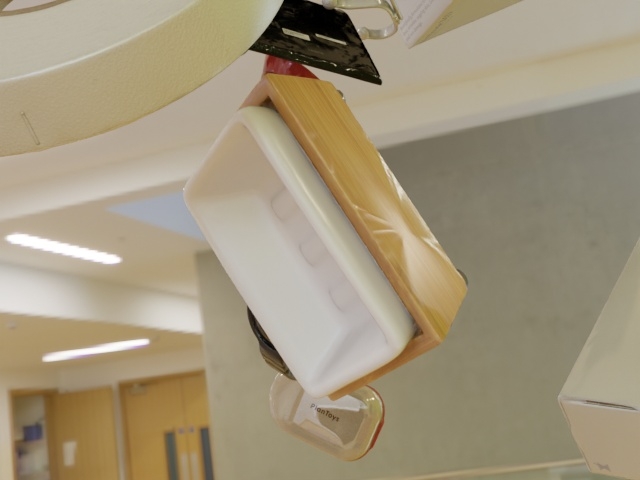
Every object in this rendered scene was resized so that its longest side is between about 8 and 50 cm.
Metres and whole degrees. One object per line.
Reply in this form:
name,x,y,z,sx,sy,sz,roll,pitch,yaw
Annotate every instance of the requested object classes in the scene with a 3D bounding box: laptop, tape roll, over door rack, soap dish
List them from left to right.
tape roll,-0.218,-0.225,0.838,0.391,0.392,0.072,-9,-46,8
laptop,-0.081,-0.254,1.241,0.234,0.264,0.137,9,-51,-28
soap dish,0.000,0.000,0.955,0.118,0.291,0.229,-29,-7,-32
over door rack,0.029,-0.430,1.217,0.108,0.240,0.324,-12,-17,3

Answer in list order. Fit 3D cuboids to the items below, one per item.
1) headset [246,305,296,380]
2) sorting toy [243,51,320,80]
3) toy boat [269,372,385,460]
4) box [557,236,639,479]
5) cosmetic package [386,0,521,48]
headset,0.010,0.081,1.511,0.185,0.243,0.394,29,-28,27
sorting toy,-0.168,-0.264,1.428,0.365,0.126,0.127,33,-8,-3
toy boat,0.017,0.323,1.865,0.231,0.151,0.151,25,0,15
box,0.426,0.139,1.204,0.121,0.148,0.311,1,42,41
cosmetic package,0.303,-0.495,1.640,0.385,0.156,0.217,-28,-5,-21
